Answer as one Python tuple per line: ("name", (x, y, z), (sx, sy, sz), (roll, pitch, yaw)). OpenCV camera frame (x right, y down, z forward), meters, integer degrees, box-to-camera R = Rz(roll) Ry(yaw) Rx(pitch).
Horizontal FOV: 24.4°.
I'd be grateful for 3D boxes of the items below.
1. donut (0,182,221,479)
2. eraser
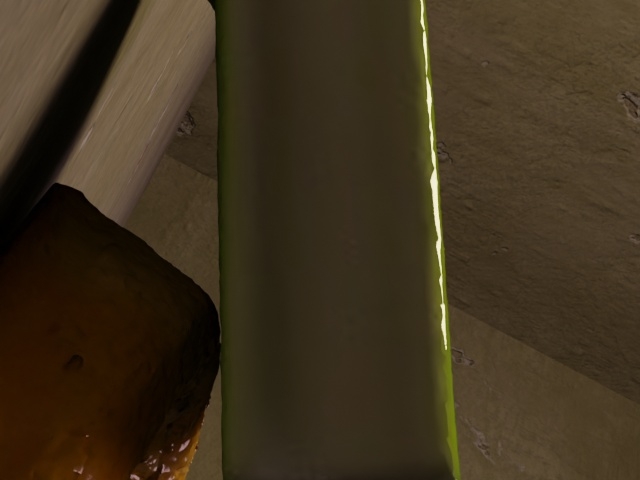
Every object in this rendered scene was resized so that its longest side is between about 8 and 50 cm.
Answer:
("donut", (-0.128, 0.101, 0.609), (0.253, 0.118, 0.253), (23, 90, -82))
("eraser", (0.000, 0.000, 0.619), (0.210, 0.092, 0.274), (91, -4, -64))
